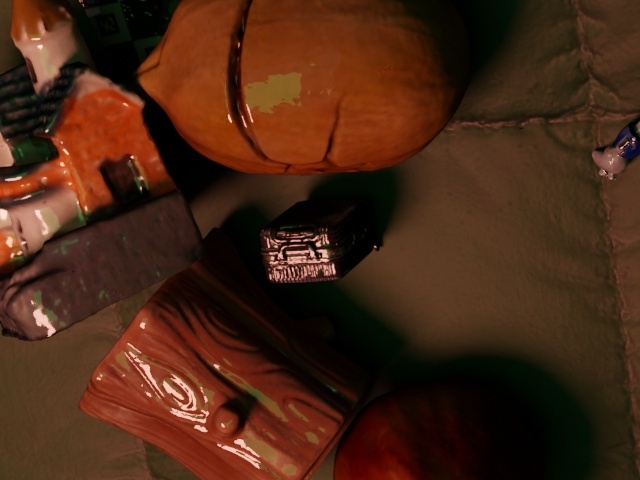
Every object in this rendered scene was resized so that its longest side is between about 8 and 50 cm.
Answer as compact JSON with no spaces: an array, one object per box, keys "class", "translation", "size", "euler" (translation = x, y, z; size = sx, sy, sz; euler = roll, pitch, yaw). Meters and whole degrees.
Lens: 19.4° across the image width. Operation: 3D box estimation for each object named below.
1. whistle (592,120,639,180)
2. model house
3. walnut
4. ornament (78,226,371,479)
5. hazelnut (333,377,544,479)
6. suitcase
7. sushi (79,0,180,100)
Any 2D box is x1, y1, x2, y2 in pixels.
[{"class":"whistle","translation":[0.274,-0.088,1.665],"size":[0.083,0.029,0.033],"euler":[-46,72,34]},{"class":"model house","translation":[-0.254,-0.084,1.716],"size":[0.190,0.271,0.301],"euler":[-22,100,-12]},{"class":"walnut","translation":[-0.016,-0.146,1.641],"size":[0.298,0.203,0.203],"euler":[-7,106,4]},{"class":"ornament","translation":[-0.082,0.135,1.790],"size":[0.217,0.221,0.235],"euler":[37,157,1]},{"class":"hazelnut","translation":[0.113,0.232,1.731],"size":[0.208,0.208,0.208],"euler":[7,110,19]},{"class":"suitcase","translation":[0.000,0.000,1.742],"size":[0.086,0.126,0.059],"euler":[-4,105,22]},{"class":"sushi","translation":[-0.141,-0.253,1.757],"size":[0.192,0.040,0.210],"euler":[-18,107,24]}]
